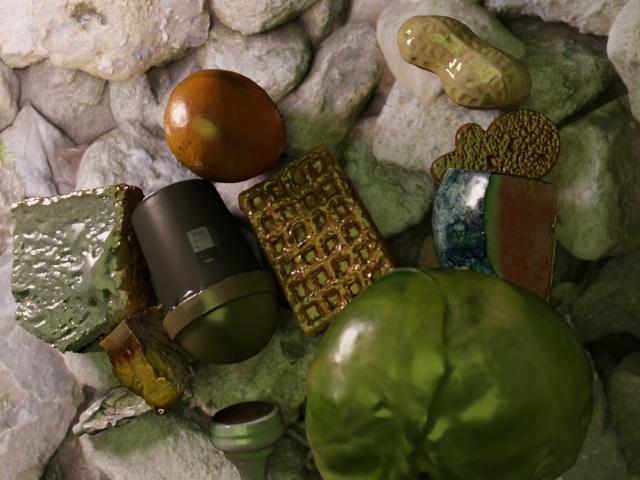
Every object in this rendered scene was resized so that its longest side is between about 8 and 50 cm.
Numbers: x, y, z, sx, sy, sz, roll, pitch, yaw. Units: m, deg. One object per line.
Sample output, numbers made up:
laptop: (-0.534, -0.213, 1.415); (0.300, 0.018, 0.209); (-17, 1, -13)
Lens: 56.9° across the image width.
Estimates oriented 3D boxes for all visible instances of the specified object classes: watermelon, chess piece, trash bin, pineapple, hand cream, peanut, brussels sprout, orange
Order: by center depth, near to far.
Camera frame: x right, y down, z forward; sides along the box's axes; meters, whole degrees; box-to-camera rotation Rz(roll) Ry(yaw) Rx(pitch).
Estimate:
brussels sprout: (0.167, 0.213, 0.896); (0.425, 0.342, 0.361); (-30, 107, 9)
watermelon: (0.326, -0.002, 1.015); (0.226, 0.148, 0.319); (-30, 90, -3)
pineapple: (-0.309, 0.200, 1.082); (0.114, 0.186, 0.236); (-44, 36, 10)
chess piece: (-0.122, 0.445, 1.085); (0.139, 0.139, 0.272); (-5, 95, 10)
trash bin: (-0.206, 0.072, 1.087); (0.214, 0.214, 0.334); (-33, 74, 5)
peanut: (0.258, -0.325, 1.095); (0.274, 0.111, 0.125); (38, 96, 16)
orange: (-0.182, -0.208, 1.105); (0.240, 0.240, 0.171); (54, 127, 11)
hand cream: (-0.381, 0.324, 1.174); (0.256, 0.050, 0.084); (-25, 77, 4)

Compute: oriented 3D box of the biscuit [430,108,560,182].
biscuit: (0.328, -0.148, 1.094); (0.236, 0.039, 0.180); (-29, 87, 6)

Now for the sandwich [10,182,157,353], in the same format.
sandwich: (-0.473, 0.063, 1.174); (0.262, 0.131, 0.326); (-7, 84, 8)

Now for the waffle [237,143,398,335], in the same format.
waffle: (0.000, 0.000, 1.114); (0.212, 0.091, 0.308); (-29, 80, 7)
